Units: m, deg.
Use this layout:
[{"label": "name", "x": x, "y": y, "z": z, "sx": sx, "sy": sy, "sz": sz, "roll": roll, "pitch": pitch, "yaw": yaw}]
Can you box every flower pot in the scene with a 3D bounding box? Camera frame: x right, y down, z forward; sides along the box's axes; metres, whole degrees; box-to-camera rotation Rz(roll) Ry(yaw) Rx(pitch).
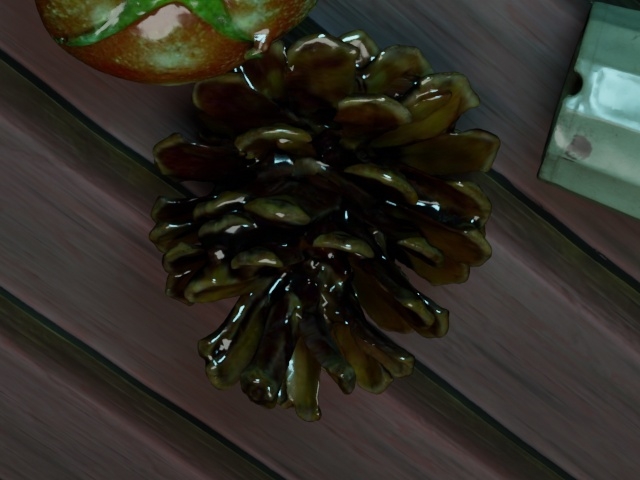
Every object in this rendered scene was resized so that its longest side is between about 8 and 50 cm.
[{"label": "flower pot", "x": 0.358, "y": -0.104, "z": 1.704, "sx": 0.259, "sy": 0.290, "sz": 0.290, "roll": 17, "pitch": 125, "yaw": 4}]

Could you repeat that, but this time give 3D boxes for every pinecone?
[{"label": "pinecone", "x": 0.000, "y": 0.000, "z": 1.712, "sx": 0.384, "sy": 0.384, "sz": 0.384, "roll": 1, "pitch": 125, "yaw": 2}]

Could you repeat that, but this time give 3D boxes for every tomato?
[{"label": "tomato", "x": -0.137, "y": -0.302, "z": 1.592, "sx": 0.303, "sy": 0.239, "sz": 0.303, "roll": -6, "pitch": 124, "yaw": -9}]
